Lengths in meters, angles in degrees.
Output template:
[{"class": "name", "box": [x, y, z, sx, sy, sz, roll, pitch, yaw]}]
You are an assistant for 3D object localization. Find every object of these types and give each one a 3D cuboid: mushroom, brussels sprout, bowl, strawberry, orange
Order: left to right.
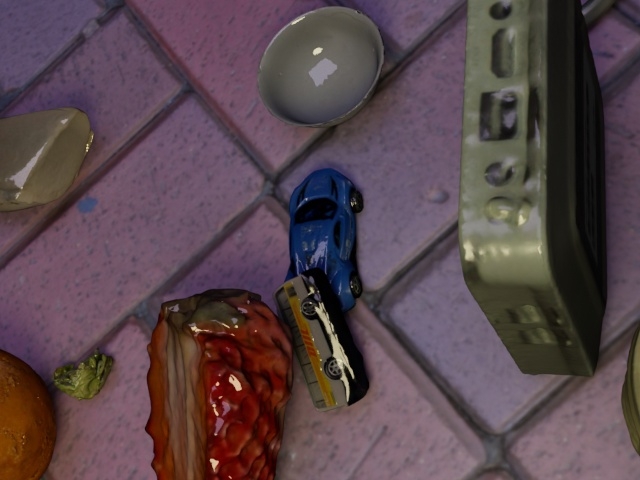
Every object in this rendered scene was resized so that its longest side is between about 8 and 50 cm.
[{"class": "orange", "box": [-0.467, 0.253, 1.291, 0.240, 0.240, 0.240, -9, 65, 20]}, {"class": "mushroom", "box": [-0.543, -0.113, 1.542, 0.407, 0.137, 0.154, -4, 79, 25]}, {"class": "brussels sprout", "box": [-0.325, 0.186, 1.366, 0.085, 0.058, 0.085, -32, 27, 18]}, {"class": "strawberry", "box": [-0.111, 0.226, 1.193, 0.265, 0.149, 0.336, -4, 86, 62]}, {"class": "bowl", "box": [0.014, -0.225, 1.373, 0.189, 0.086, 0.189, -9, 67, 21]}]

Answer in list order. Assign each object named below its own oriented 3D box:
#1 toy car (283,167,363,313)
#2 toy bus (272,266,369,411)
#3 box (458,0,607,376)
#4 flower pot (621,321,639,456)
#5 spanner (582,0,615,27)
[{"class": "toy car", "box": [0.000, 0.000, 1.295, 0.103, 0.063, 0.216, -8, 66, 21]}, {"class": "toy bus", "box": [0.000, 0.123, 1.211, 0.072, 0.057, 0.172, -24, 86, 29]}, {"class": "box", "box": [0.232, -0.085, 1.037, 0.111, 0.396, 0.396, -4, 68, 20]}, {"class": "flower pot", "box": [0.450, 0.160, 0.928, 0.307, 0.244, 0.308, -10, 64, 22]}, {"class": "spanner", "box": [0.373, -0.347, 1.294, 0.324, 0.040, 0.096, -36, 60, 8]}]
